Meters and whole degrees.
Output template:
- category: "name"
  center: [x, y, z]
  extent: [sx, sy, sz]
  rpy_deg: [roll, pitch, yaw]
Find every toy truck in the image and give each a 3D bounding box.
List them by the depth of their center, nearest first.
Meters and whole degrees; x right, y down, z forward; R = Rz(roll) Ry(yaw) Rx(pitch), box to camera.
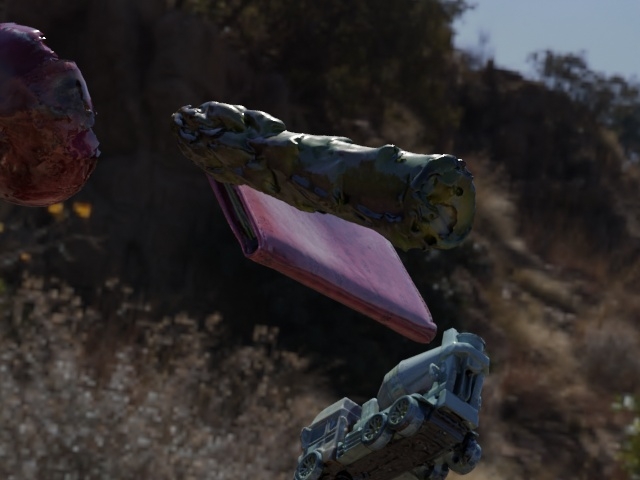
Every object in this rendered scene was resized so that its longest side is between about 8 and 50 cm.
- category: "toy truck"
  center: [0.086, 0.207, 1.406]
  extent: [0.108, 0.140, 0.257]
  rpy_deg: [35, -49, -23]

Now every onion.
- category: "onion"
  center: [-0.257, -0.088, 0.966]
  extent: [0.150, 0.150, 0.140]
  rpy_deg: [5, 23, 42]

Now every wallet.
- category: "wallet"
  center: [0.000, 0.000, 0.878]
  extent: [0.025, 0.119, 0.232]
  rpy_deg: [-38, -35, 17]

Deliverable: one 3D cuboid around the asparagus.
- category: "asparagus"
  center: [-0.009, -0.029, 0.459]
  extent: [0.165, 0.030, 0.036]
  rpy_deg: [22, -31, 45]
